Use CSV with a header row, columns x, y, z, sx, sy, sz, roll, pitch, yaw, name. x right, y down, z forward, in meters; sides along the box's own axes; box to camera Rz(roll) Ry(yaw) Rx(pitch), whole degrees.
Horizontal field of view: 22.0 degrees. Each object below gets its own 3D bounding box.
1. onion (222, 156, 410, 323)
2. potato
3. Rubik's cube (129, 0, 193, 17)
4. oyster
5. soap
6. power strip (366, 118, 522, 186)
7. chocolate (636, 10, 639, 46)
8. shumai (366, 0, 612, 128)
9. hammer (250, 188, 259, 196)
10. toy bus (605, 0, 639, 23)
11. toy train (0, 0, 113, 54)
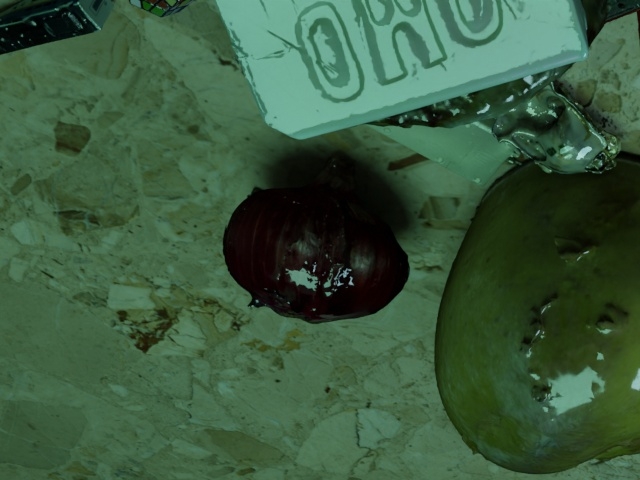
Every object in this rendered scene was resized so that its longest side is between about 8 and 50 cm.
x,y,z,sx,sy,sz,roll,pitch,yaw,name
0.000,0.000,2.130,0.252,0.219,0.252,19,-175,-2,onion
0.327,0.142,2.045,0.385,0.319,0.442,26,146,-2,potato
-0.182,-0.315,1.910,0.093,0.111,0.111,-9,141,-4,Rubik's cube
0.273,-0.128,1.932,0.165,0.053,0.108,45,110,-1,oyster
0.071,-0.204,1.417,0.289,0.095,0.173,-15,117,14,soap
0.084,-0.176,1.989,0.367,0.043,0.106,28,144,-7,power strip
0.537,-0.192,1.633,0.341,0.161,0.360,31,143,-13,chocolate
0.077,-0.320,1.554,0.395,0.395,0.348,9,143,18,shumai
-0.092,-0.033,2.282,0.035,0.019,0.110,24,146,-2,hammer
0.288,-0.275,1.719,0.195,0.089,0.081,-18,128,42,toy bus
-0.366,-0.278,2.088,0.234,0.051,0.052,-7,135,38,toy train
